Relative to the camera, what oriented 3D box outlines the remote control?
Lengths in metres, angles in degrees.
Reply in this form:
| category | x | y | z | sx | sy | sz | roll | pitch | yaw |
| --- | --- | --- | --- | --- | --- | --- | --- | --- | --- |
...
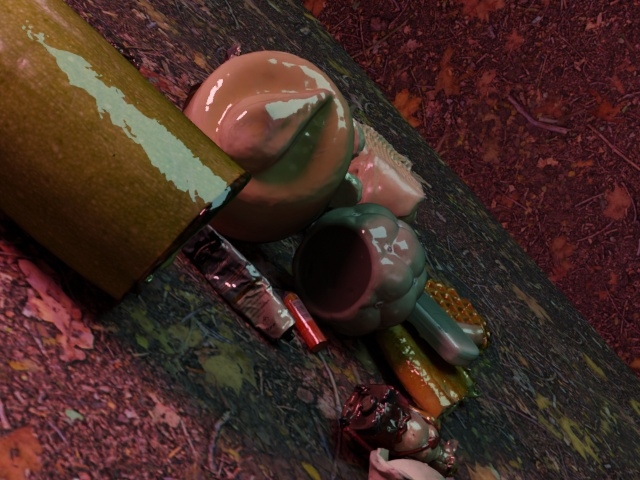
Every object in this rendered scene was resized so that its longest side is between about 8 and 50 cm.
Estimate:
| category | x | y | z | sx | sy | sz | roll | pitch | yaw |
| --- | --- | --- | --- | --- | --- | --- | --- | --- | --- |
| remote control | 0.192 | 0.132 | 1.645 | 0.296 | 0.056 | 0.140 | 48 | 16 | 26 |

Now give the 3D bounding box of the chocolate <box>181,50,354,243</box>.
| category | x | y | z | sx | sy | sz | roll | pitch | yaw |
| --- | --- | --- | --- | --- | --- | --- | --- | --- | --- |
| chocolate | -0.083 | -0.178 | 1.428 | 0.314 | 0.297 | 0.326 | 22 | 64 | -12 |

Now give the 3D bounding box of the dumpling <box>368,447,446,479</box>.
| category | x | y | z | sx | sy | sz | roll | pitch | yaw |
| --- | --- | --- | --- | --- | --- | --- | --- | --- | --- |
| dumpling | 0.123 | 0.359 | 1.180 | 0.136 | 0.118 | 0.199 | 45 | -15 | 52 |

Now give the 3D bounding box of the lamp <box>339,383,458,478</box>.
| category | x | y | z | sx | sy | sz | roll | pitch | yaw |
| --- | --- | --- | --- | --- | --- | --- | --- | --- | --- |
| lamp | 0.140 | 0.317 | 1.291 | 0.253 | 0.118 | 0.118 | 44 | 18 | -23 |

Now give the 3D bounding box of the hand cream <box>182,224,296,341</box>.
| category | x | y | z | sx | sy | sz | roll | pitch | yaw |
| --- | --- | --- | --- | --- | --- | --- | --- | --- | --- |
| hand cream | -0.129 | 0.068 | 1.354 | 0.248 | 0.075 | 0.052 | 47 | 15 | 3 |

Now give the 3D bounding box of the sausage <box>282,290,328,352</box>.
| category | x | y | z | sx | sy | sz | roll | pitch | yaw |
| --- | --- | --- | --- | --- | --- | --- | --- | --- | --- |
| sausage | -0.033 | 0.135 | 1.451 | 0.034 | 0.034 | 0.129 | 16 | 33 | -53 |

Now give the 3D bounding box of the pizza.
| category | x | y | z | sx | sy | sz | roll | pitch | yaw |
| --- | --- | --- | --- | --- | --- | --- | --- | --- | --- |
| pizza | 0.227 | 0.270 | 1.622 | 0.287 | 0.075 | 0.280 | 31 | 22 | -40 |

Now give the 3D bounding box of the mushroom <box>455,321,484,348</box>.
| category | x | y | z | sx | sy | sz | roll | pitch | yaw |
| --- | --- | --- | --- | --- | --- | --- | --- | --- | --- |
| mushroom | 0.254 | 0.189 | 1.805 | 0.278 | 0.096 | 0.099 | 24 | 35 | -44 |

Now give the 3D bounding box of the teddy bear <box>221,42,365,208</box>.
| category | x | y | z | sx | sy | sz | roll | pitch | yaw |
| --- | --- | --- | --- | --- | --- | --- | --- | --- | --- |
| teddy bear | -0.073 | -0.270 | 1.831 | 0.375 | 0.328 | 0.362 | 5 | 39 | 7 |

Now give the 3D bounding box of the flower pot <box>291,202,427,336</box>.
| category | x | y | z | sx | sy | sz | roll | pitch | yaw |
| --- | --- | --- | --- | --- | --- | --- | --- | --- | --- |
| flower pot | 0.075 | 0.053 | 1.527 | 0.246 | 0.246 | 0.195 | 52 | 24 | 23 |

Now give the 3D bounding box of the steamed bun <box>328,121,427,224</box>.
| category | x | y | z | sx | sy | sz | roll | pitch | yaw |
| --- | --- | --- | --- | --- | --- | --- | --- | --- | --- |
| steamed bun | 0.109 | -0.136 | 2.037 | 0.275 | 0.206 | 0.320 | 38 | 16 | -18 |

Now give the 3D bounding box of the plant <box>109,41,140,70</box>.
| category | x | y | z | sx | sy | sz | roll | pitch | yaw |
| --- | --- | --- | --- | --- | --- | --- | --- | --- | --- |
| plant | -0.402 | -0.341 | 1.644 | 0.092 | 0.094 | 0.143 | 44 | 12 | -30 |

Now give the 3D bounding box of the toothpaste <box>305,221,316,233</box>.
| category | x | y | z | sx | sy | sz | roll | pitch | yaw |
| --- | --- | --- | --- | --- | --- | --- | --- | --- | --- |
| toothpaste | 0.000 | 0.000 | 1.792 | 0.062 | 0.039 | 0.239 | 29 | 21 | -45 |

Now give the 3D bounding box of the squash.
| category | x | y | z | sx | sy | sz | roll | pitch | yaw |
| --- | --- | --- | --- | --- | --- | --- | --- | --- | --- |
| squash | -0.312 | -0.119 | 1.097 | 0.384 | 0.263 | 0.263 | 42 | 19 | -5 |

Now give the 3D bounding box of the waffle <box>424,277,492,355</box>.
| category | x | y | z | sx | sy | sz | roll | pitch | yaw |
| --- | --- | --- | --- | --- | --- | --- | --- | --- | --- |
| waffle | 0.311 | 0.181 | 2.013 | 0.243 | 0.059 | 0.238 | 43 | 22 | 7 |
